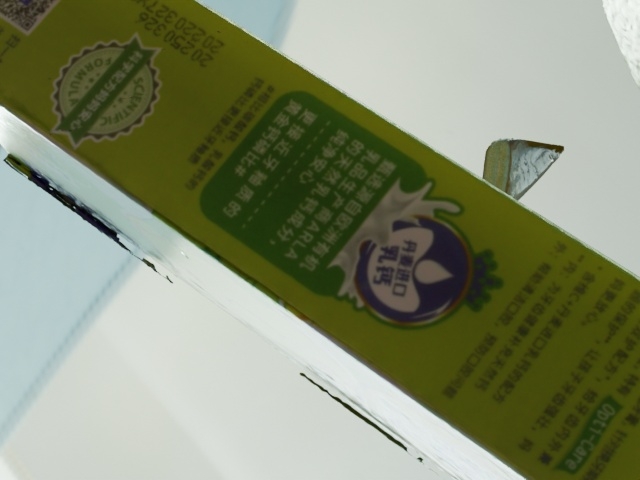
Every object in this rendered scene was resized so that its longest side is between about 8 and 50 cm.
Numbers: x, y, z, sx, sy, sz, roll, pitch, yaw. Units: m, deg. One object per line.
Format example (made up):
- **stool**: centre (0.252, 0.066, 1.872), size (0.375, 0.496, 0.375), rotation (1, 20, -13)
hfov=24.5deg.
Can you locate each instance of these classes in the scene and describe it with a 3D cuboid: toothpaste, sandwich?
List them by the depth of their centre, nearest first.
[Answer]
- **toothpaste**: centre (0.000, 0.000, 0.537), size (0.327, 0.110, 0.077), rotation (34, -104, 21)
- **sandwich**: centre (0.147, -0.060, 1.127), size (0.083, 0.044, 0.031), rotation (-45, -153, -28)

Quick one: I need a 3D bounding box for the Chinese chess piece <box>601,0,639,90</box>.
- **Chinese chess piece**: centre (0.319, -0.178, 1.178), size (0.097, 0.251, 0.250), rotation (-28, -116, -6)
